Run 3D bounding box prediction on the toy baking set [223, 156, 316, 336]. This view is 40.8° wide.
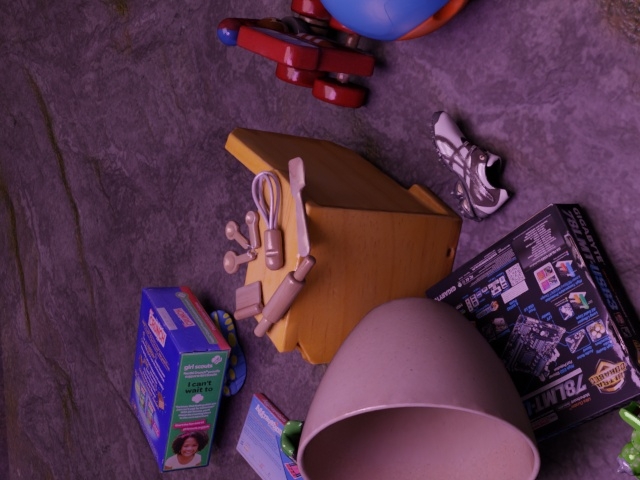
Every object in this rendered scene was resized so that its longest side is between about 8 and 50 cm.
[{"bbox_3d":[-0.079,0.010,1.254,0.256,0.030,0.197,-51,54,34],"label":"toy baking set"}]

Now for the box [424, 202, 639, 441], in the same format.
[{"bbox_3d":[0.320,0.141,1.291,0.295,0.073,0.293,-41,62,42],"label":"box"}]

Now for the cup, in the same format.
[{"bbox_3d":[0.138,0.226,1.253,0.331,0.331,0.237,-42,30,39],"label":"cup"}]

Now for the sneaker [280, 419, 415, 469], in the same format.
[{"bbox_3d":[0.045,0.376,1.485,0.343,0.146,0.134,-16,48,54],"label":"sneaker"}]

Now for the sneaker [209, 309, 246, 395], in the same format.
[{"bbox_3d":[-0.211,0.249,1.900,0.078,0.067,0.188,135,124,-62],"label":"sneaker"}]

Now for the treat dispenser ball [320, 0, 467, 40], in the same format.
[{"bbox_3d":[0.119,-0.467,1.379,0.288,0.288,0.288,-2,87,48],"label":"treat dispenser ball"}]

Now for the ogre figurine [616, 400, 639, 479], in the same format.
[{"bbox_3d":[0.447,0.244,1.113,0.197,0.118,0.097,-50,54,35],"label":"ogre figurine"}]

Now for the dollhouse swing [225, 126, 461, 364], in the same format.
[{"bbox_3d":[0.000,0.000,1.449,0.305,0.346,0.315,22,105,46],"label":"dollhouse swing"}]

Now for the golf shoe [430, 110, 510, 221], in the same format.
[{"bbox_3d":[0.246,-0.132,1.396,0.094,0.077,0.198,-30,74,32],"label":"golf shoe"}]

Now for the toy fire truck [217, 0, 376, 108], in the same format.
[{"bbox_3d":[-0.047,-0.363,1.583,0.302,0.253,0.169,34,115,43],"label":"toy fire truck"}]

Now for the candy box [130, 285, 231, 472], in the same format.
[{"bbox_3d":[-0.319,0.300,1.904,0.268,0.122,0.317,47,133,50],"label":"candy box"}]

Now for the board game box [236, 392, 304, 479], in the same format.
[{"bbox_3d":[-0.071,0.449,1.751,0.281,0.027,0.145,37,117,42],"label":"board game box"}]
